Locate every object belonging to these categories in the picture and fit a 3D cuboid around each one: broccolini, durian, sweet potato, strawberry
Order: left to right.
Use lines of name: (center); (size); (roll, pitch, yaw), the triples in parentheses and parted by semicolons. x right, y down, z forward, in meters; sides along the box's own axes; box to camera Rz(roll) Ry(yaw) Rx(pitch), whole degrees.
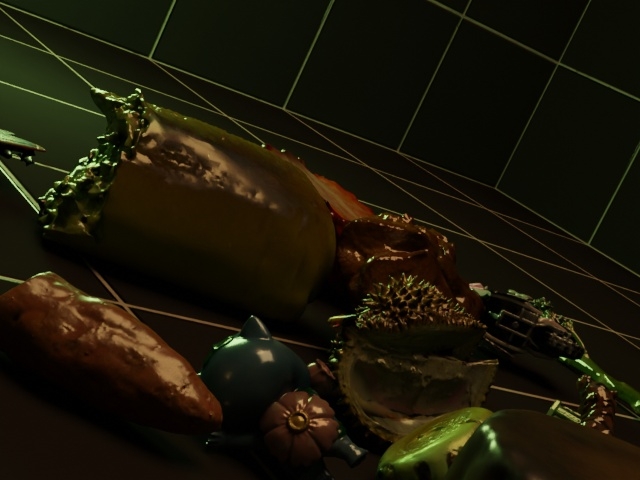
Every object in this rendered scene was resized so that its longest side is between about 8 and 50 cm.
sweet potato: (-0.195, 0.100, 1.086); (0.252, 0.097, 0.097); (27, 11, 15)
strawberry: (0.000, 0.000, 1.889); (0.336, 0.149, 0.265); (41, 9, 20)
durian: (0.070, 0.129, 1.363); (0.237, 0.193, 0.138); (37, -17, -36)
broccolini: (0.475, 0.200, 2.107); (0.079, 0.074, 0.392); (-23, 32, -22)

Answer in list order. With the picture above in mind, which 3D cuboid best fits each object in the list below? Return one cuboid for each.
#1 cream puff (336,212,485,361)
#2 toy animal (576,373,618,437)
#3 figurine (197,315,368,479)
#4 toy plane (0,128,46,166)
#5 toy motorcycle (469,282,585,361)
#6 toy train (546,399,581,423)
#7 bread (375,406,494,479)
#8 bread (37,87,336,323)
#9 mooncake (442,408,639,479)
cream puff: (0.114, 0.078, 1.616); (0.269, 0.155, 0.241); (-11, 81, -69)
toy animal: (0.231, 0.240, 1.295); (0.255, 0.116, 0.114); (-14, 53, -44)
figurine: (-0.034, 0.163, 1.155); (0.178, 0.114, 0.144); (42, 9, 20)
toy plane: (-0.450, -0.124, 1.540); (0.223, 0.104, 0.326); (20, 16, -21)
toy motorcycle: (0.295, 0.126, 1.982); (0.239, 0.108, 0.204); (39, -3, -5)
toy train: (0.275, 0.247, 1.471); (0.099, 0.081, 0.149); (31, 12, 20)
bread: (0.119, 0.217, 1.195); (0.071, 0.130, 0.139); (68, 20, -4)
bread: (-0.156, -0.042, 1.585); (0.377, 0.208, 0.251); (25, 15, -24)
mooncake: (0.230, 0.274, 1.043); (0.290, 0.161, 0.290); (24, 13, -6)
